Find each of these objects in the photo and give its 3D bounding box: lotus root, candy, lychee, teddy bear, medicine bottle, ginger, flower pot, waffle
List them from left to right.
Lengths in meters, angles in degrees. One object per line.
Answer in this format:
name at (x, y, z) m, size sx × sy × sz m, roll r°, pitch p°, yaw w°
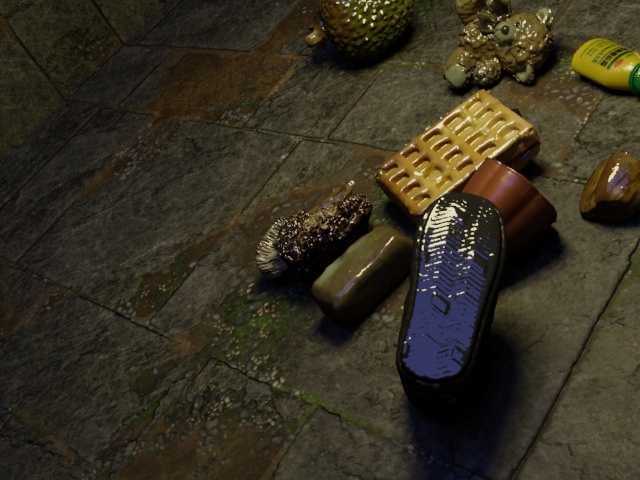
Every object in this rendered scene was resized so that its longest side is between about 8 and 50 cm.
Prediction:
ginger at (0.033, -0.090, 1.944) m, size 0.137 × 0.044 × 0.057 m, roll -39°, pitch 84°, yaw 3°
lychee at (0.110, -0.644, 2.299) m, size 0.320 × 0.270 × 0.270 m, roll 9°, pitch 52°, yaw 13°
candy at (0.092, 0.069, 1.696) m, size 0.234 × 0.102 × 0.104 m, roll -46°, pitch 42°, yaw -13°
waffle at (0.299, -0.172, 1.783) m, size 0.328 × 0.098 × 0.224 m, roll -38°, pitch 46°, yaw 1°
flower pot at (0.341, -0.042, 1.607) m, size 0.173 × 0.190 × 0.190 m, roll -46°, pitch 40°, yaw 1°
teddy bear at (0.450, -0.490, 2.005) m, size 0.256 × 0.156 × 0.267 m, roll 20°, pitch 101°, yaw 44°
lotus root at (0.576, -0.107, 1.581) m, size 0.159 × 0.095 × 0.135 m, roll 15°, pitch 61°, yaw 48°
medicine bottle at (0.688, -0.366, 1.786) m, size 0.111 × 0.076 × 0.309 m, roll -37°, pitch 41°, yaw -5°

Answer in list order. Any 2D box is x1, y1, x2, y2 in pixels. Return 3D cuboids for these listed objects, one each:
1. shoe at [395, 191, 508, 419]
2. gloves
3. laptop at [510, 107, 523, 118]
shoe at (0.236, 0.120, 1.448) m, size 0.171 × 0.237 × 0.384 m, roll 7°, pitch 63°, yaw 14°
gloves at (-0.001, -0.008, 1.800) m, size 0.210 × 0.135 × 0.312 m, roll -33°, pitch 12°, yaw -37°
laptop at (0.384, -0.236, 1.894) m, size 0.197 × 0.016 × 0.135 m, roll -19°, pitch 41°, yaw 12°
